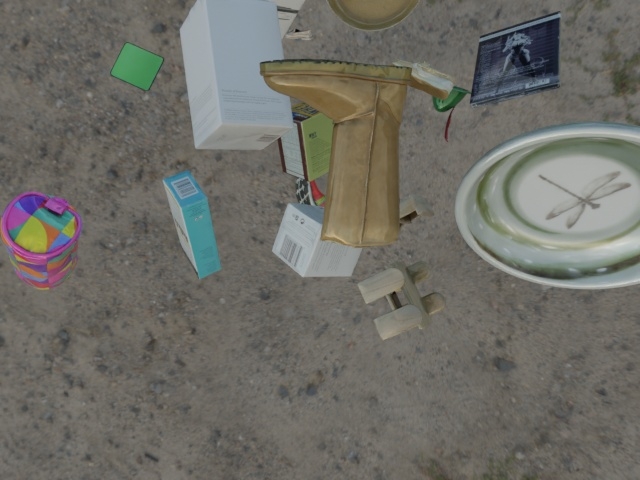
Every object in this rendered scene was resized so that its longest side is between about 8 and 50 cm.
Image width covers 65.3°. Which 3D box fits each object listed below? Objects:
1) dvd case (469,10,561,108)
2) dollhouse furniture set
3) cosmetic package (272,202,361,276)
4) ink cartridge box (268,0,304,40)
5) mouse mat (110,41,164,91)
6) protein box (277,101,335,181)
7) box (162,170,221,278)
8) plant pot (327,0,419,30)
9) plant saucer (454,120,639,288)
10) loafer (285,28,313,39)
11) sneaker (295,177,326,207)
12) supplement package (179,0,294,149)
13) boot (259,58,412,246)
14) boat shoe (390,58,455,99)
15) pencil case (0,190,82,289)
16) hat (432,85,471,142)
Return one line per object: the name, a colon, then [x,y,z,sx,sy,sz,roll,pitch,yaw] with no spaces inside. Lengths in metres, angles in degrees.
dvd case: [0.394,-0.363,1.004,0.165,0.018,0.221,-6,53,34]
dollhouse furniture set: [0.181,0.051,1.008,0.161,0.212,0.242,-28,78,23]
cosmetic package: [0.000,0.000,1.354,0.151,0.184,0.151,36,113,41]
ink cartridge box: [-0.141,-0.862,1.589,0.166,0.395,0.285,6,83,-20]
mouse mat: [-0.726,-0.688,1.974,0.190,0.007,0.152,26,89,11]
protein box: [-0.022,-0.331,1.606,0.200,0.201,0.136,-32,41,-32]
box: [-0.281,-0.029,1.112,0.060,0.244,0.100,-25,56,-21]
plant pot: [0.122,-0.593,1.122,0.237,0.032,0.236,3,102,11]
plant saucer: [0.441,-0.065,0.861,0.401,0.400,0.100,13,55,13]
loafer: [-0.087,-0.829,1.992,0.125,0.039,0.045,16,50,22]
sneaker: [-0.006,-0.140,1.871,0.118,0.107,0.278,-22,94,-28]
supplement package: [-0.191,-0.370,1.124,0.175,0.178,0.292,-6,86,-32]
boot: [0.024,-0.123,0.739,0.236,0.089,0.269,-1,109,-15]
boat shoe: [0.255,-0.410,1.237,0.170,0.063,0.059,35,85,19]
pencil case: [-0.413,0.005,0.747,0.105,0.236,0.104,8,73,-26]
hat: [0.454,-0.487,1.869,0.173,0.208,0.183,24,114,21]
